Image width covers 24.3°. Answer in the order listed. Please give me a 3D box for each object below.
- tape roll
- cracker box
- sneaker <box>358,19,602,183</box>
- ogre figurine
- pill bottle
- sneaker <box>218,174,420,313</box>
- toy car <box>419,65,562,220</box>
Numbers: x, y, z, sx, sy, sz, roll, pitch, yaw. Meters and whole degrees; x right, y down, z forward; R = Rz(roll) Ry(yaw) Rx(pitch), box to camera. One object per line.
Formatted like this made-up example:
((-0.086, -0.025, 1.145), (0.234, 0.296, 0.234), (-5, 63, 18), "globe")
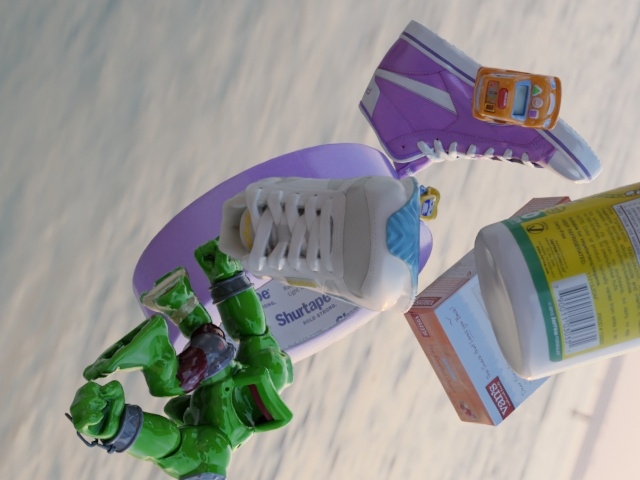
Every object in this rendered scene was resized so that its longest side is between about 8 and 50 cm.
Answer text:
((-0.034, 0.026, 1.400), (0.275, 0.090, 0.275), (-23, 157, -11), "tape roll")
((0.216, 0.076, 1.655), (0.232, 0.067, 0.155), (-38, 109, -28), "cracker box")
((0.172, -0.111, 1.695), (0.161, 0.282, 0.102), (-55, 161, 0), "sneaker")
((-0.083, 0.092, 1.007), (0.097, 0.118, 0.197), (-33, -166, 21), "ogre figurine")
((0.225, 0.018, 1.065), (0.117, 0.208, 0.117), (164, -90, -86), "pill bottle")
((0.000, 0.000, 0.948), (0.229, 0.092, 0.087), (178, -85, -72), "sneaker")
((0.100, -0.054, 0.918), (0.040, 0.060, 0.122), (-9, 127, -63), "toy car")
